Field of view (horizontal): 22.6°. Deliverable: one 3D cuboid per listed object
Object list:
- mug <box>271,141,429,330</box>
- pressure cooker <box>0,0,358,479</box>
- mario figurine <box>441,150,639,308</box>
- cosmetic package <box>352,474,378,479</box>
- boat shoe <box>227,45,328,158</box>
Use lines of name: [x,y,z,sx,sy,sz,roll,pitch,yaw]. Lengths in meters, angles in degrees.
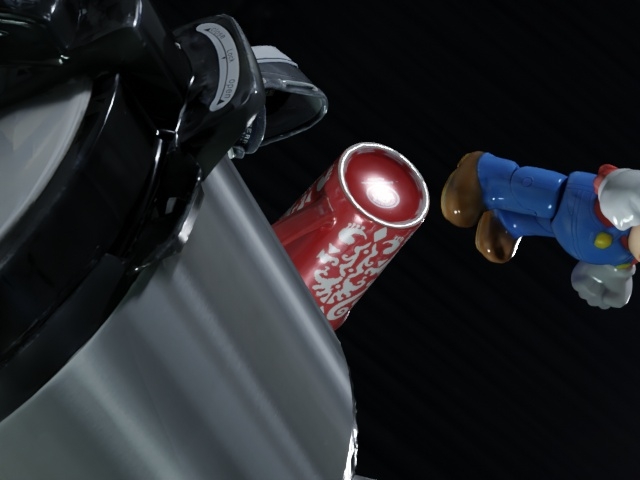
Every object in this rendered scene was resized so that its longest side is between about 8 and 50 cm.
mug: [0.008,0.006,1.423,0.150,0.113,0.169,-44,177,-45]
pressure cooker: [-0.201,0.039,0.888,0.375,0.420,0.370,14,-122,37]
mario figurine: [0.267,0.002,1.474,0.320,0.170,0.198,6,-166,37]
cosmetic package: [0.134,0.338,1.464,0.155,0.366,0.197,173,-69,-72]
boat shoe: [-0.104,-0.131,1.672,0.301,0.102,0.108,-16,138,-53]
